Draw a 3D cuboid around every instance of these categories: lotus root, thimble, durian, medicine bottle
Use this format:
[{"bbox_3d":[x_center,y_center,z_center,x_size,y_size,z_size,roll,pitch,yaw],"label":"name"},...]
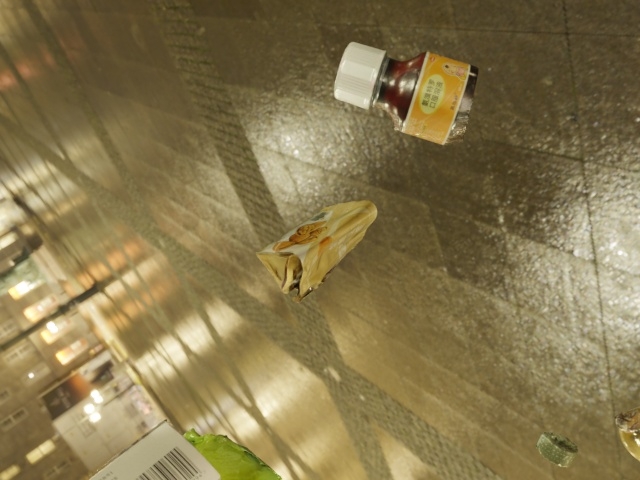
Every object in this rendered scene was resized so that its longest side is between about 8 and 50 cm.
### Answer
[{"bbox_3d":[0.867,0.498,1.632,0.342,0.151,0.169,29,153,-13],"label":"lotus root"},{"bbox_3d":[0.692,0.609,1.904,0.110,0.084,0.062,28,111,22],"label":"thimble"},{"bbox_3d":[-0.189,0.463,1.275,0.250,0.139,0.101,15,121,22],"label":"durian"},{"bbox_3d":[0.240,-0.422,1.854,0.395,0.242,0.242,13,149,4],"label":"medicine bottle"}]

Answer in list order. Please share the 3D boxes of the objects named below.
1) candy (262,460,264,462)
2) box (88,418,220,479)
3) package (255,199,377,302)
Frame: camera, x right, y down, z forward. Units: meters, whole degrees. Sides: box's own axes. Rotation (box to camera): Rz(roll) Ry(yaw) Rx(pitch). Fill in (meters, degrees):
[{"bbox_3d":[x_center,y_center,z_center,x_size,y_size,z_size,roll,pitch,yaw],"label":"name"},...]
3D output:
[{"bbox_3d":[-0.108,0.610,1.458,0.246,0.069,0.149,75,172,-49],"label":"candy"},{"bbox_3d":[-0.293,0.481,1.105,0.145,0.173,0.333,38,136,22],"label":"box"},{"bbox_3d":[0.011,0.029,1.864,0.221,0.311,0.165,-3,117,50],"label":"package"}]
